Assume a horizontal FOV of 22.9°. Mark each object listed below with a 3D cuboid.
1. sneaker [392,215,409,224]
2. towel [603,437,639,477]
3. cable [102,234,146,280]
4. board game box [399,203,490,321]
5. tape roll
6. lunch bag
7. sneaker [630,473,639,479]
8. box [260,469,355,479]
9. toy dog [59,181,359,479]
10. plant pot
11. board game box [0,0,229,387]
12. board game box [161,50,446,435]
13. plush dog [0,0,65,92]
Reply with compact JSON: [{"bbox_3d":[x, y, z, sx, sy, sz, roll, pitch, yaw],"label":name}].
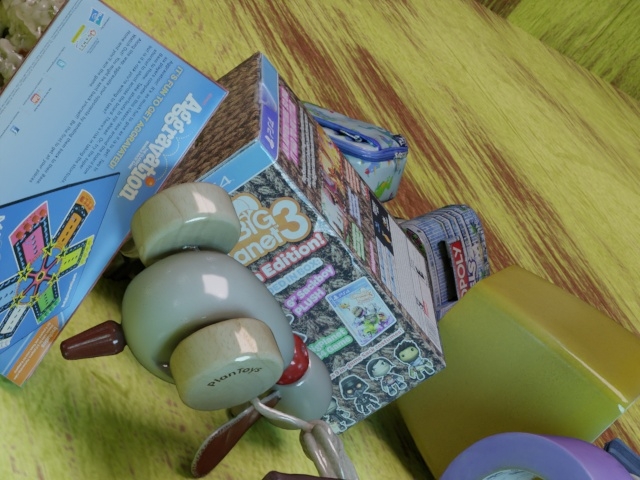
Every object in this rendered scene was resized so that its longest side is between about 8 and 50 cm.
[{"bbox_3d":[0.000,0.000,1.805,0.222,0.083,0.118,5,8,-35],"label":"sneaker"},{"bbox_3d":[0.357,0.277,1.870,0.067,0.029,0.119,41,19,5],"label":"towel"},{"bbox_3d":[-0.136,0.011,1.521,0.139,0.072,0.287,53,21,6],"label":"cable"},{"bbox_3d":[0.139,0.069,1.778,0.194,0.060,0.194,-22,105,-57],"label":"board game box"},{"bbox_3d":[0.187,0.262,1.374,0.080,0.189,0.189,14,31,-50],"label":"tape roll"},{"bbox_3d":[-0.013,-0.110,1.879,0.219,0.090,0.176,22,14,19],"label":"lunch bag"},{"bbox_3d":[0.421,0.366,1.676,0.147,0.104,0.295,20,23,-31],"label":"sneaker"},{"bbox_3d":[0.022,0.278,1.083,0.203,0.167,0.168,16,31,-47],"label":"box"},{"bbox_3d":[-0.096,0.101,1.282,0.220,0.161,0.333,-104,172,-46],"label":"toy dog"},{"bbox_3d":[0.193,0.145,1.586,0.187,0.212,0.212,46,21,10],"label":"plant pot"},{"bbox_3d":[-0.209,-0.042,1.225,0.145,0.281,0.027,36,-5,-9],"label":"board game box"},{"bbox_3d":[-0.026,0.002,1.518,0.291,0.141,0.232,50,15,-21],"label":"board game box"},{"bbox_3d":[-0.253,-0.108,1.347,0.262,0.225,0.211,45,21,17],"label":"plush dog"}]
